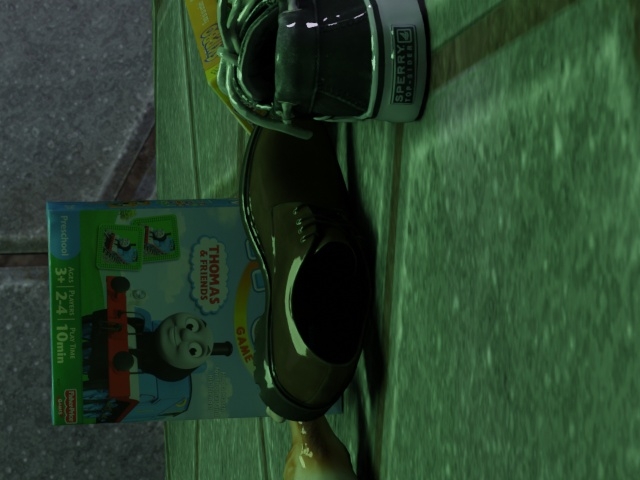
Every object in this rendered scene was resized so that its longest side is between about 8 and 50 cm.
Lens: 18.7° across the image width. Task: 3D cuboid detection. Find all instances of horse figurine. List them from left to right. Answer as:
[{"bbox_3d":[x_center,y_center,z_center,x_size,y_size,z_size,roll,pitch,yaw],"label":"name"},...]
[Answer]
[{"bbox_3d":[0.005,0.206,1.310,0.263,0.066,0.174,-103,8,-60],"label":"horse figurine"}]

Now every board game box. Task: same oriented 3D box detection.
[{"bbox_3d":[-0.090,0.050,1.411,0.039,0.211,0.160,-134,43,-76],"label":"board game box"},{"bbox_3d":[-0.054,-0.131,1.522,0.124,0.039,0.259,51,-169,-25],"label":"board game box"}]

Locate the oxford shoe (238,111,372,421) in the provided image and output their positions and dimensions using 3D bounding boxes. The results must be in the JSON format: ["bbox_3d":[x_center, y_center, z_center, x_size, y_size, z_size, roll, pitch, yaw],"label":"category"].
[{"bbox_3d":[0.000,0.000,1.313,0.096,0.083,0.227,133,135,-55],"label":"oxford shoe"}]

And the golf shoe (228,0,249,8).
[{"bbox_3d":[-0.041,-0.247,1.459,0.069,0.086,0.176,-101,15,-55],"label":"golf shoe"}]

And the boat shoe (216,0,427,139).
[{"bbox_3d":[-0.014,-0.119,1.235,0.306,0.105,0.113,-125,35,-74],"label":"boat shoe"}]
